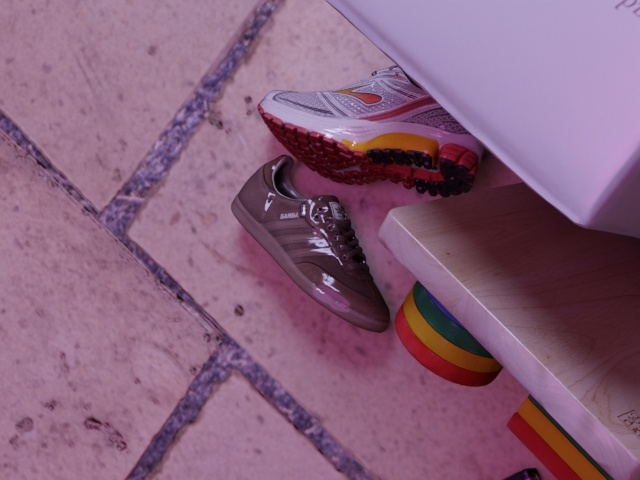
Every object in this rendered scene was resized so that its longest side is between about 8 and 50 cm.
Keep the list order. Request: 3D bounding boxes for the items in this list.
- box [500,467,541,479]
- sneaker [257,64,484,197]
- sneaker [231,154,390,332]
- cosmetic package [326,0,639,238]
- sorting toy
[{"bbox_3d":[0.154,0.280,1.399,0.116,0.029,0.162,-30,70,24],"label":"box"},{"bbox_3d":[0.047,-0.099,1.476,0.225,0.088,0.092,12,66,32],"label":"sneaker"},{"bbox_3d":[0.000,0.000,1.490,0.188,0.066,0.071,42,104,25],"label":"sneaker"},{"bbox_3d":[0.249,-0.244,1.226,0.327,0.329,0.393,44,107,25],"label":"cosmetic package"},{"bbox_3d":[0.188,0.076,1.282,0.255,0.257,0.089,46,124,24],"label":"sorting toy"}]
